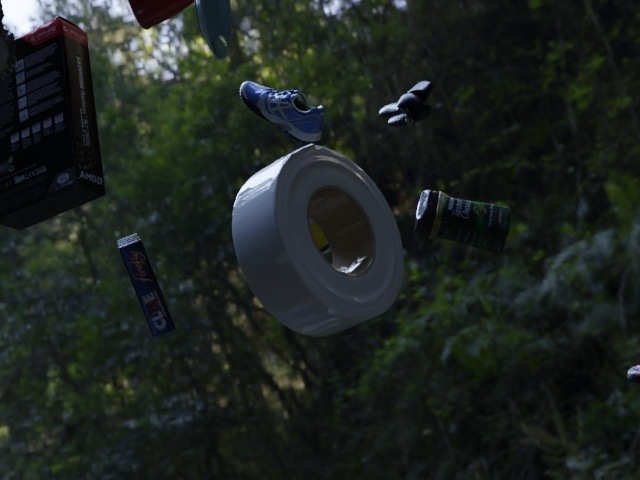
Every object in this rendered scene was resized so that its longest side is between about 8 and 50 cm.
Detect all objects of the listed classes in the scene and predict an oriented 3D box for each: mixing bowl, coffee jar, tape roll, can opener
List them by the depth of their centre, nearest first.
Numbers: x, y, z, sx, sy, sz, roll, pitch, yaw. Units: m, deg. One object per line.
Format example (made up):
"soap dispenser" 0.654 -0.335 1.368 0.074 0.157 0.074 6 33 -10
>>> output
"mixing bowl" -0.229 -0.411 1.697 0.098 0.181 0.181 -9 -23 8
"tape roll" 0.000 0.000 1.765 0.286 0.286 0.100 8 -26 -45
"can opener" 0.153 -0.229 2.033 0.073 0.059 0.186 -40 5 -17
"coffee jar" 0.281 -0.039 2.277 0.184 0.096 0.079 12 -37 1

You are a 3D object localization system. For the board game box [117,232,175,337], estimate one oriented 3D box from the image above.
"board game box" -0.310 0.075 2.026 0.042 0.165 0.243 -22 6 -9

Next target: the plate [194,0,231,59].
"plate" -0.180 -0.390 1.879 0.024 0.188 0.188 -2 -22 11

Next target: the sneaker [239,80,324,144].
"sneaker" -0.073 -0.277 2.330 0.080 0.211 0.081 -27 -37 -53

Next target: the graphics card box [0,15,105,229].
"graphics card box" -0.558 -0.229 2.272 0.233 0.371 0.094 -20 -22 24

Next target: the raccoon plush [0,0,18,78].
"raccoon plush" -0.460 -0.428 1.641 0.446 0.299 0.216 -42 24 -17

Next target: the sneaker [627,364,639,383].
"sneaker" 0.464 0.200 1.540 0.119 0.057 0.047 11 5 -17

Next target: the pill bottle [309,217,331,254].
"pill bottle" -0.036 -0.063 2.200 0.103 0.103 0.184 -35 -67 32
